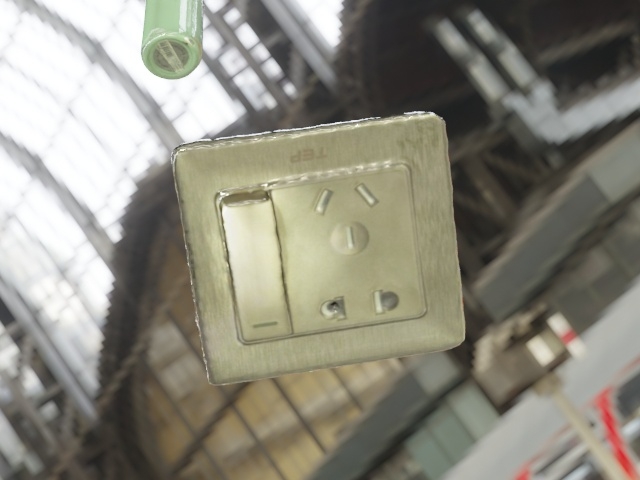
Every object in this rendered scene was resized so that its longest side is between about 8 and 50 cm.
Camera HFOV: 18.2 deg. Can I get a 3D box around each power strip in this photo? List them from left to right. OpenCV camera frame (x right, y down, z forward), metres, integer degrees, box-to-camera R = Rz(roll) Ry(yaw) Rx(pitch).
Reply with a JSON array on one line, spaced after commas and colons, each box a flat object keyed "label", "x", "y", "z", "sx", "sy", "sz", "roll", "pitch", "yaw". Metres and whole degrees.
[{"label": "power strip", "x": -0.002, "y": 0.000, "z": 1.867, "sx": 0.251, "sy": 0.092, "sz": 0.257, "roll": -10, "pitch": -60, "yaw": -6}]

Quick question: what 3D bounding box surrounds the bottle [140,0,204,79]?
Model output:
[{"label": "bottle", "x": -0.073, "y": -0.117, "z": 1.005, "sx": 0.030, "sy": 0.083, "sz": 0.030, "roll": -1, "pitch": -47, "yaw": -1}]
